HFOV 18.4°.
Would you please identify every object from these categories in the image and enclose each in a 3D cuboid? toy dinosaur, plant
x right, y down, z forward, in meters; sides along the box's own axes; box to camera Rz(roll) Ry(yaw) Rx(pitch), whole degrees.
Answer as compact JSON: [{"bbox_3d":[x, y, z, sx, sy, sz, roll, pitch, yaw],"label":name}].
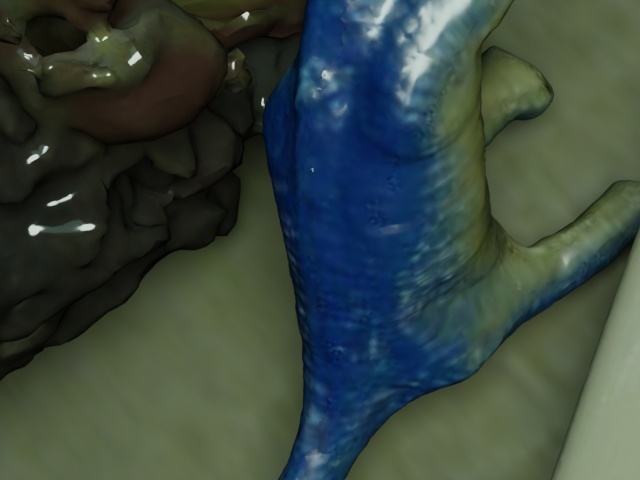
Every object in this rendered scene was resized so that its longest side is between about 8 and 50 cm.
[{"bbox_3d":[0.000,0.000,0.508,0.075,0.247,0.188,29,66,36],"label":"toy dinosaur"},{"bbox_3d":[-0.114,-0.049,0.552,0.234,0.204,0.178,-44,78,14],"label":"plant"}]

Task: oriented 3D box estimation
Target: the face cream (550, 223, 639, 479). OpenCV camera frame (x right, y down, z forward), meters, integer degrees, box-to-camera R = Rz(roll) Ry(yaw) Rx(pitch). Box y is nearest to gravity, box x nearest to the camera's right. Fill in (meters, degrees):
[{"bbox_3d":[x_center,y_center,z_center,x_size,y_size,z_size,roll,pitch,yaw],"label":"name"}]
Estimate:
[{"bbox_3d":[0.147,0.070,0.497,0.173,0.081,0.348,18,82,14],"label":"face cream"}]
